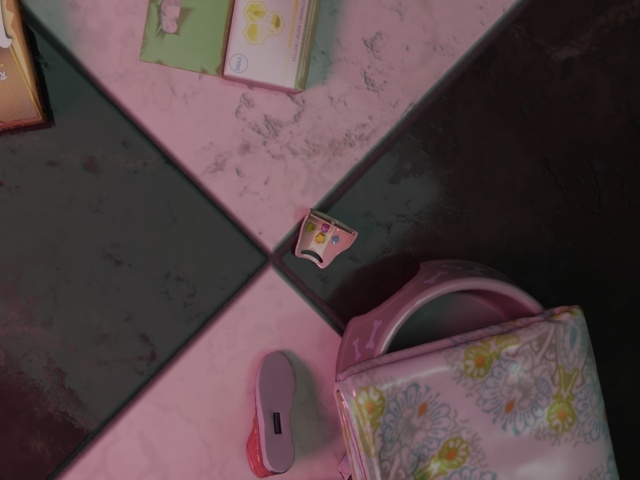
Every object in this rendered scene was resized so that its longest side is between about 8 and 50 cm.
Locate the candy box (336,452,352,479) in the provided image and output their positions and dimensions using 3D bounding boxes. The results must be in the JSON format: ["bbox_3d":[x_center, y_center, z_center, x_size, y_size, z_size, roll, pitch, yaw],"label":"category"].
[{"bbox_3d":[0.148,0.319,1.221,0.165,0.070,0.196,33,86,-13],"label":"candy box"}]

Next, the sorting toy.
[{"bbox_3d":[0.000,0.000,1.179,0.083,0.045,0.075,27,96,-14],"label":"sorting toy"}]

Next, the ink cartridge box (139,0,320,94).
[{"bbox_3d":[-0.125,-0.314,1.118,0.235,0.056,0.171,9,93,-15],"label":"ink cartridge box"}]

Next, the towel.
[{"bbox_3d":[0.215,0.284,1.049,0.375,0.090,0.320,-13,97,-13],"label":"towel"}]

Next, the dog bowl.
[{"bbox_3d":[0.200,0.201,1.139,0.349,0.102,0.348,0,92,-14],"label":"dog bowl"}]

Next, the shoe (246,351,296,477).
[{"bbox_3d":[-0.078,0.260,1.171,0.064,0.081,0.177,8,63,-25],"label":"shoe"}]

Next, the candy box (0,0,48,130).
[{"bbox_3d":[-0.483,-0.293,1.020,0.183,0.087,0.316,-13,96,-12],"label":"candy box"}]
